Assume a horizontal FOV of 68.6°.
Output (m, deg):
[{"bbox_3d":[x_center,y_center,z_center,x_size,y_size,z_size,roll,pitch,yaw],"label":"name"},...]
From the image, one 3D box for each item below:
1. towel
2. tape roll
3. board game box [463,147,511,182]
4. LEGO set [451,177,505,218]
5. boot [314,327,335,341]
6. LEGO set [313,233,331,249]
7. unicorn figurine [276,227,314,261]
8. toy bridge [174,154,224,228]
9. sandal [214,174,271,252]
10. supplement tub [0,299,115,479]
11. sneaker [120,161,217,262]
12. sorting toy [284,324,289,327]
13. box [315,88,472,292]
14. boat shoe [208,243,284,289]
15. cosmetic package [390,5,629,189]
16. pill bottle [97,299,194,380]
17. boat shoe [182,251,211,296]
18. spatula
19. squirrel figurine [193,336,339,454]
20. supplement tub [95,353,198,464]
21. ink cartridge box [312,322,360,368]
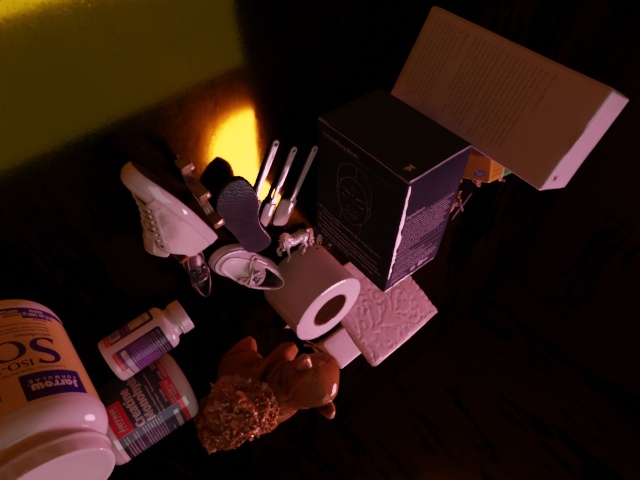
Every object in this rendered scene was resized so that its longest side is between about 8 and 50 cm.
[{"bbox_3d":[0.192,0.206,1.615,0.317,0.331,0.053,-33,171,-24],"label":"towel"},{"bbox_3d":[-0.023,0.156,1.421,0.246,0.169,0.246,-33,148,-24],"label":"tape roll"},{"bbox_3d":[0.400,-0.247,1.318,0.242,0.317,0.064,-23,120,-35],"label":"board game box"},{"bbox_3d":[0.507,-0.216,1.559,0.331,0.192,0.255,-55,164,7],"label":"LEGO set"},{"bbox_3d":[0.051,0.268,1.728,0.229,0.091,0.263,-37,151,-17],"label":"boot"},{"bbox_3d":[0.000,0.003,1.401,0.054,0.023,0.083,-56,132,-12],"label":"LEGO set"},{"bbox_3d":[-0.079,0.008,1.293,0.162,0.060,0.111,-42,154,-41],"label":"unicorn figurine"},{"bbox_3d":[-0.245,-0.102,0.932,0.026,0.063,0.188,-37,145,-15],"label":"toy bridge"},{"bbox_3d":[-0.182,-0.058,1.079,0.097,0.054,0.254,-21,147,-8],"label":"sandal"},{"bbox_3d":[-0.517,0.290,0.796,0.241,0.331,0.241,-32,147,-24],"label":"supplement tub"},{"bbox_3d":[-0.304,-0.032,0.899,0.123,0.106,0.290,-44,152,-8],"label":"sneaker"},{"bbox_3d":[-0.098,0.286,1.626,0.062,0.012,0.083,-44,157,10],"label":"sorting toy"},{"bbox_3d":[0.157,-0.120,1.187,0.212,0.293,0.395,-31,148,-25],"label":"box"},{"bbox_3d":[-0.177,0.076,1.213,0.095,0.084,0.258,-53,150,12],"label":"boat shoe"},{"bbox_3d":[0.410,-0.334,1.085,0.162,0.453,0.230,-9,134,-46],"label":"cosmetic package"},{"bbox_3d":[-0.399,0.224,1.090,0.194,0.108,0.108,-33,148,-20],"label":"pill bottle"},{"bbox_3d":[-0.285,0.077,1.112,0.056,0.049,0.152,-33,147,-21],"label":"boat shoe"},{"bbox_3d":[-0.100,-0.130,1.133,0.168,0.019,0.242,-3,129,-43],"label":"spatula"},{"bbox_3d":[-0.138,0.435,1.296,0.371,0.280,0.397,-16,-175,38],"label":"squirrel figurine"},{"bbox_3d":[-0.463,0.424,1.168,0.272,0.191,0.191,-30,146,-27],"label":"supplement tub"},{"bbox_3d":[0.093,0.384,1.795,0.198,0.114,0.273,-36,174,-16],"label":"ink cartridge box"}]
